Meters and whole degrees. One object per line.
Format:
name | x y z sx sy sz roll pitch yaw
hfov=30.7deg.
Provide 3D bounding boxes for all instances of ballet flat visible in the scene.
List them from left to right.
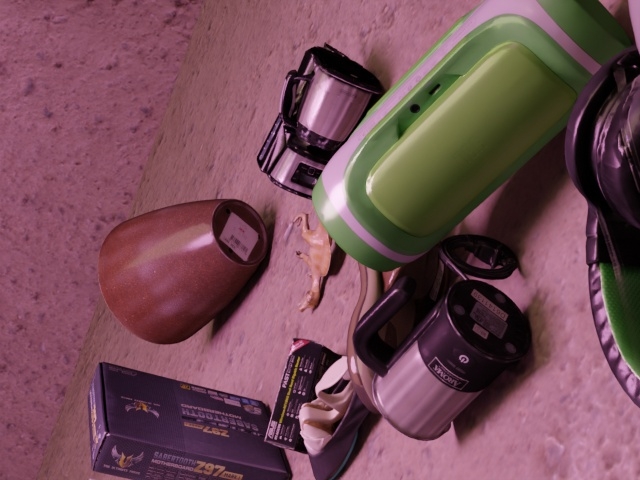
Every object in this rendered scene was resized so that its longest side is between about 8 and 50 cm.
ballet flat | 0.019 0.176 1.232 0.203 0.074 0.074 -59 22 32

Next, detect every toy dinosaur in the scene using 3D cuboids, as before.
toy dinosaur | 0.000 0.000 1.479 0.093 0.053 0.183 -118 32 -59

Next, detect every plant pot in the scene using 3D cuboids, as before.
plant pot | -0.191 0.027 1.797 0.230 0.215 0.215 -27 45 43

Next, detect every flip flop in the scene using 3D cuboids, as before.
flip flop | 0.085 0.038 1.151 0.080 0.112 0.277 -18 48 35

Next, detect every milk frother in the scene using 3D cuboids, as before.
milk frother | 0.117 0.080 1.044 0.143 0.129 0.135 -28 -19 -46

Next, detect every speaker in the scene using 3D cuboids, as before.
speaker | 0.127 -0.104 1.029 0.296 0.131 0.131 -44 29 24

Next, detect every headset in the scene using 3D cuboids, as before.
headset | 0.232 -0.079 0.712 0.243 0.185 0.394 166 110 -67

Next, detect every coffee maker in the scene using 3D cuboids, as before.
coffee maker | 0.000 -0.159 1.574 0.178 0.120 0.171 -63 -3 18

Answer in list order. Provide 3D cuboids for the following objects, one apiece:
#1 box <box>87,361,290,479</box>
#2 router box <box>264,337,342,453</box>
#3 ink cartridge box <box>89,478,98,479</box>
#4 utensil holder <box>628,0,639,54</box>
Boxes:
box | -0.166 0.238 1.431 0.183 0.232 0.059 -118 47 -65
router box | -0.018 0.176 1.310 0.092 0.038 0.122 44 -119 -69
ink cartridge box | -0.234 0.411 1.542 0.128 0.176 0.127 -157 84 -72
utensil holder | 0.261 0.042 0.311 0.327 0.327 0.386 -45 34 52
